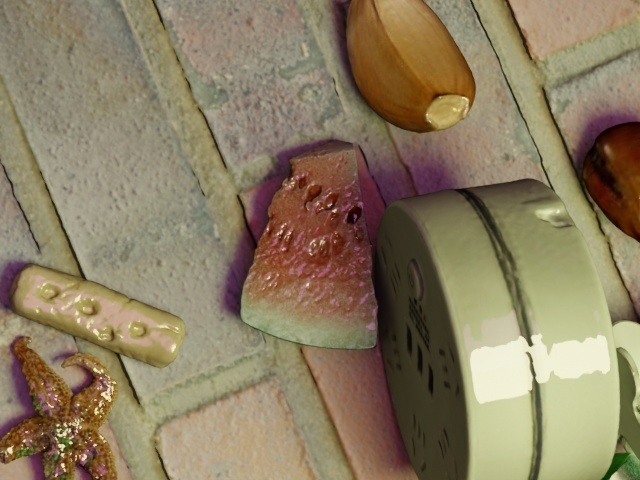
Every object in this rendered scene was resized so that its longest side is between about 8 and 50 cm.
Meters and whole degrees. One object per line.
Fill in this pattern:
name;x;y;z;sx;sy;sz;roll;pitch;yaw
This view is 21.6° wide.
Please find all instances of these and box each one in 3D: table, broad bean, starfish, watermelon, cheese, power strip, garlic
table;0.413;0.143;1.869;0.198;0.166;0.166;-18;87;-13
broad bean;0.408;-0.051;1.913;0.228;0.156;0.122;25;121;-14
starfish;-0.279;0.200;1.790;0.150;0.053;0.209;-24;84;-26
watermelon;0.000;0.000;1.851;0.154;0.094;0.241;8;81;0
cheese;-0.240;0.080;1.807;0.194;0.043;0.065;20;75;-7
power strip;0.172;0.120;1.741;0.161;0.357;0.357;-10;86;-12
garlic;0.088;-0.206;1.874;0.115;0.128;0.206;-33;83;28

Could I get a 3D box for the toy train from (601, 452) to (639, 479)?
toy train;0.384;0.336;1.863;0.085;0.119;0.251;-43;92;-14
